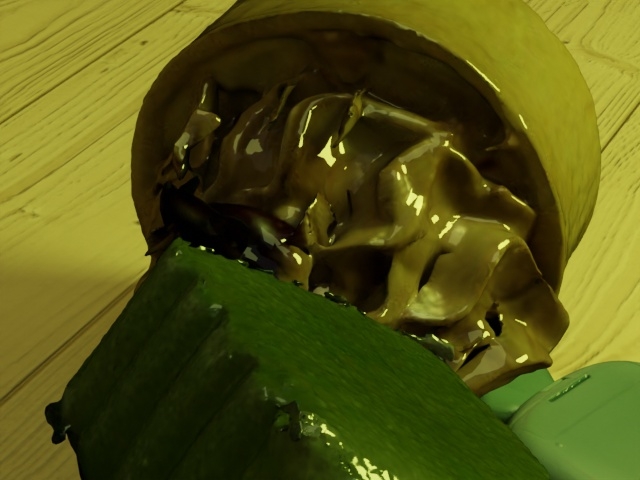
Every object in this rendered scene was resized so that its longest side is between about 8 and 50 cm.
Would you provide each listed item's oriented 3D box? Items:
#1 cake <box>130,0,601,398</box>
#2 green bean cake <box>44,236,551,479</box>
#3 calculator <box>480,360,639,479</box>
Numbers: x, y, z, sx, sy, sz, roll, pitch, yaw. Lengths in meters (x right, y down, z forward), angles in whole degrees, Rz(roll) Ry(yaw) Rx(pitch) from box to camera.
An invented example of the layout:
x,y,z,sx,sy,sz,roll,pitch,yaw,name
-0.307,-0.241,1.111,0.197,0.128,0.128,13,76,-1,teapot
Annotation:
x,y,z,sx,sy,sz,roll,pitch,yaw,name
0.007,-0.003,1.322,0.332,0.332,0.321,12,35,15,cake
0.003,0.139,1.087,0.247,0.156,0.250,24,17,-37,green bean cake
0.231,0.150,1.345,0.298,0.041,0.185,27,36,34,calculator
